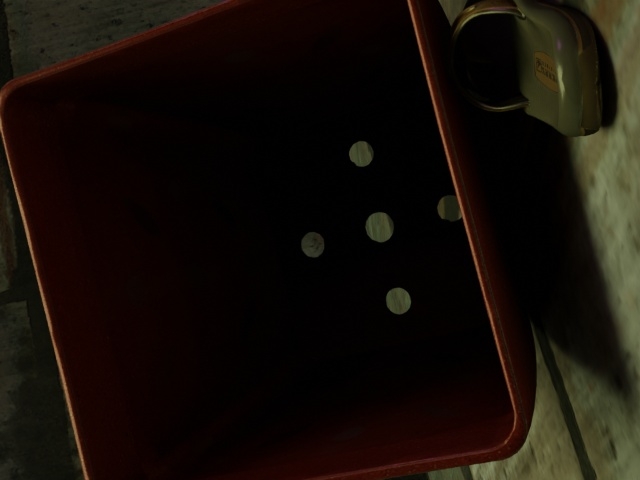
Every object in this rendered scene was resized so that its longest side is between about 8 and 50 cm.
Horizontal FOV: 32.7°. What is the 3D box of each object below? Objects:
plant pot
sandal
[{"bbox_3d":[0.000,0.000,0.696,0.235,0.267,0.267,-9,-95,-66],"label":"plant pot"},{"bbox_3d":[0.090,-0.089,0.543,0.180,0.049,0.072,-109,6,-71],"label":"sandal"}]
